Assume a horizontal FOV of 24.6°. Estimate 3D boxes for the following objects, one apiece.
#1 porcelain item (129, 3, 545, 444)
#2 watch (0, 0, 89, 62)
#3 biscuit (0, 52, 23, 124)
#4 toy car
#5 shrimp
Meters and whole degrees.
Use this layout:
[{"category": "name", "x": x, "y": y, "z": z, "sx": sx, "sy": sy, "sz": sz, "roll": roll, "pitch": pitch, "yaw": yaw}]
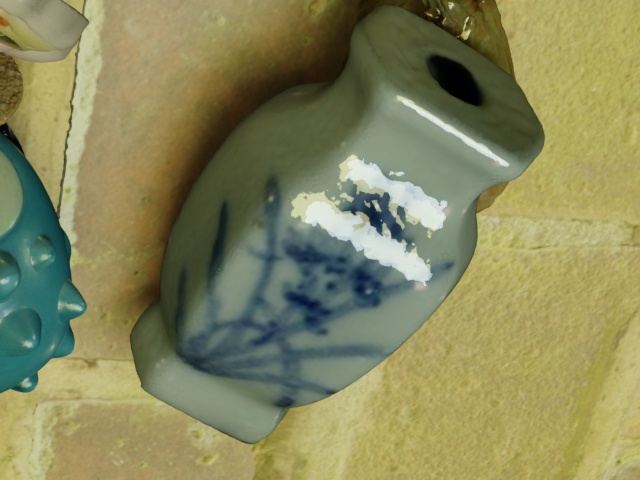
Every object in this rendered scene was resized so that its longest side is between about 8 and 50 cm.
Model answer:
[{"category": "porcelain item", "x": 0.000, "y": 0.000, "z": 1.292, "sx": 0.242, "sy": 0.178, "sz": 0.405, "roll": 29, "pitch": 122, "yaw": -18}, {"category": "watch", "x": -0.218, "y": -0.257, "z": 1.093, "sx": 0.211, "sy": 0.248, "sz": 0.218, "roll": 33, "pitch": 82, "yaw": -31}, {"category": "biscuit", "x": -0.299, "y": -0.130, "z": 1.185, "sx": 0.120, "sy": 0.120, "sz": 0.015, "roll": 4, "pitch": 143, "yaw": -19}, {"category": "toy car", "x": -0.294, "y": 0.025, "z": 1.216, "sx": 0.188, "sy": 0.190, "sz": 0.255, "roll": -31, "pitch": 129, "yaw": -29}, {"category": "shrimp", "x": 0.094, "y": -0.134, "z": 1.328, "sx": 0.168, "sy": 0.077, "sz": 0.317, "roll": -17, "pitch": 129, "yaw": -2}]
